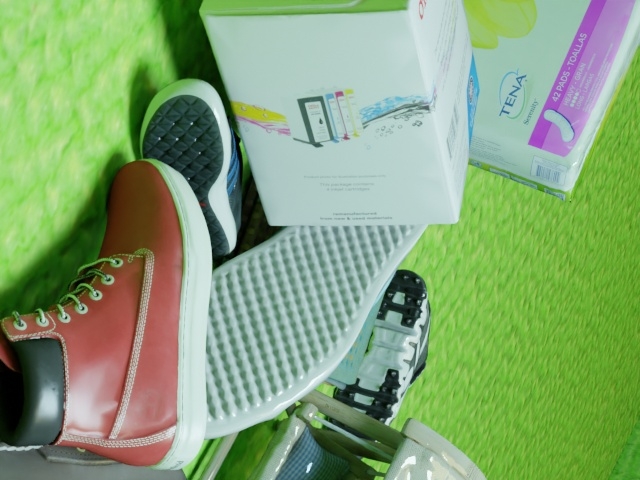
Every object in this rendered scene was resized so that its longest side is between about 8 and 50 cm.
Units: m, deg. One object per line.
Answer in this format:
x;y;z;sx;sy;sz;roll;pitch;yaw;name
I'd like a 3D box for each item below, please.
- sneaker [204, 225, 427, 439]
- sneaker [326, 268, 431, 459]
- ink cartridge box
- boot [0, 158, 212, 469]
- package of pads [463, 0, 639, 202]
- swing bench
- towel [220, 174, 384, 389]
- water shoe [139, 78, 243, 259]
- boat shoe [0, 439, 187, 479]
-0.025;0.065;1.395;0.366;0.135;0.150;-42;168;-35;sneaker
0.080;0.156;1.867;0.234;0.078;0.106;-69;156;-11;sneaker
0.025;-0.151;1.291;0.232;0.168;0.171;74;22;-44;ink cartridge box
-0.172;0.037;1.150;0.176;0.088;0.244;16;59;-37;boot
0.215;-0.214;1.693;0.101;0.229;0.296;73;40;-66;package of pads
0.002;0.293;1.550;0.253;0.255;0.165;-62;156;-24;swing bench
0.000;0.000;1.611;0.370;0.040;0.271;31;77;-66;towel
-0.101;-0.071;1.290;0.203;0.073;0.080;91;9;-51;water shoe
-0.205;0.179;1.178;0.324;0.117;0.096;18;49;-56;boat shoe
